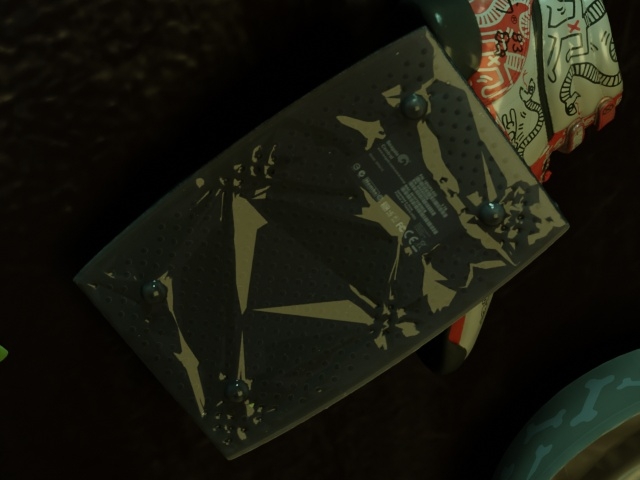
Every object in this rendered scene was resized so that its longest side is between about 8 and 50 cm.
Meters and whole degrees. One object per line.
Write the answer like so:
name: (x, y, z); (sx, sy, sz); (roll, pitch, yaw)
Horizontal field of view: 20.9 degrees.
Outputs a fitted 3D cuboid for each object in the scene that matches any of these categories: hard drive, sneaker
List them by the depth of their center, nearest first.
hard drive: (0.000, 0.000, 1.037); (0.254, 0.054, 0.172); (-35, 109, 9)
sneaker: (0.125, -0.043, 1.128); (0.145, 0.090, 0.270); (-15, 120, -22)

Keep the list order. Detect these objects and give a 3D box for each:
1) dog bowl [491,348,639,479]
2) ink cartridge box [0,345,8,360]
dog bowl: (0.279, 0.228, 1.321); (0.348, 0.102, 0.349); (-6, 117, -12)
ink cartridge box: (-0.294, 0.071, 0.922); (0.189, 0.097, 0.255); (-44, 129, -4)
